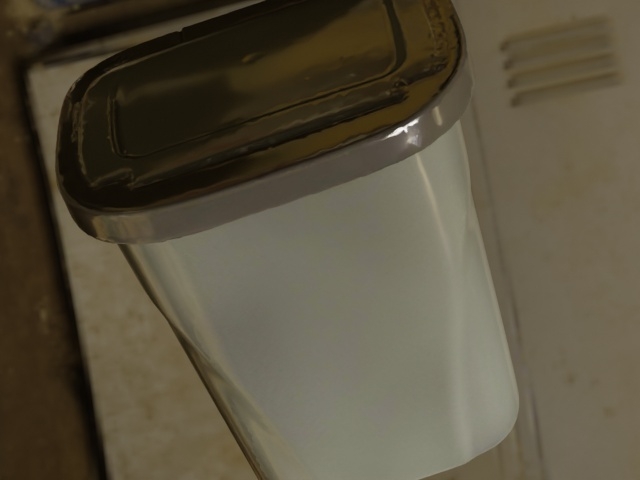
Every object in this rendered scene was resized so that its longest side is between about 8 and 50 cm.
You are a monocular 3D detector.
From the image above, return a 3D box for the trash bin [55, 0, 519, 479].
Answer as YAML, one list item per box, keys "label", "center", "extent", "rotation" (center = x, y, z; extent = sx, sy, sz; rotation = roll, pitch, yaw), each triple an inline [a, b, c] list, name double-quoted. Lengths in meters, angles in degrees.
- label: "trash bin"
  center: [0.000, 0.000, 0.902]
  extent: [0.219, 0.220, 0.250]
  rotation: [-99, 169, -53]
